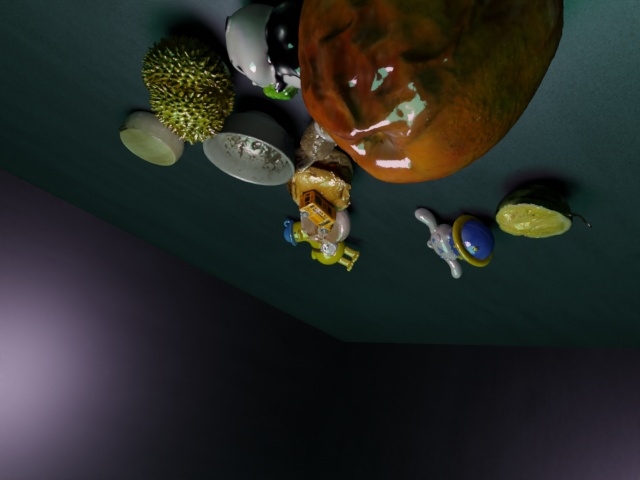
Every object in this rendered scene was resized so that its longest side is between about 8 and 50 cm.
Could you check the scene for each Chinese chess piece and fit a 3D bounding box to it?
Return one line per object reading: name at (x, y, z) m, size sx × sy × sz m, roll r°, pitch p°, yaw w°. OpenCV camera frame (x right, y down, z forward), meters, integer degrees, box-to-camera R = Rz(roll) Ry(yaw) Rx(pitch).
Chinese chess piece at (-0.616, -0.375, 1.690) m, size 0.237 × 0.093 × 0.238 m, roll 15°, pitch 157°, yaw 7°

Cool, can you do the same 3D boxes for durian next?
durian at (-0.344, -0.407, 1.234) m, size 0.224 × 0.291 × 0.291 m, roll -27°, pitch 148°, yaw 1°

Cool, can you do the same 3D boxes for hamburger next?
hamburger at (-0.001, -0.210, 1.541) m, size 0.244 × 0.163 × 0.244 m, roll 9°, pitch 150°, yaw 5°

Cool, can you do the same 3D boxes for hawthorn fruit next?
hawthorn fruit at (0.174, -0.334, 0.812) m, size 0.470 × 0.473 × 0.472 m, roll 15°, pitch 156°, yaw 7°

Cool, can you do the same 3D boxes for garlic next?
garlic at (0.041, -0.078, 1.839) m, size 0.142 × 0.178 × 0.229 m, roll -2°, pitch -164°, yaw -45°

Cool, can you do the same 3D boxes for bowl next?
bowl at (-0.203, -0.304, 1.429) m, size 0.288 × 0.146 × 0.289 m, roll 12°, pitch 160°, yaw 4°

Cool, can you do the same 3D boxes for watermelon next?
watermelon at (0.641, -0.095, 1.371) m, size 0.204 × 0.128 × 0.232 m, roll 28°, pitch 156°, yaw -22°

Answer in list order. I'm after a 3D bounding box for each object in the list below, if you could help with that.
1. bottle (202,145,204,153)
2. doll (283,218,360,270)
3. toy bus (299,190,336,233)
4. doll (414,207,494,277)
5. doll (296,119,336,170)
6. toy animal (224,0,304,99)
bottle at (-0.299, -0.318, 1.620) m, size 0.244 × 0.082 × 0.072 m, roll 7°, pitch 110°, yaw 21°
doll at (0.000, 0.000, 2.053) m, size 0.362 × 0.145 × 0.200 m, roll 29°, pitch 116°, yaw -3°
toy bus at (-0.001, -0.092, 1.512) m, size 0.074 × 0.070 × 0.162 m, roll -22°, pitch 139°, yaw 29°
doll at (0.487, -0.026, 1.651) m, size 0.311 × 0.159 × 0.242 m, roll 46°, pitch 165°, yaw -6°
doll at (0.002, -0.298, 1.368) m, size 0.105 × 0.115 × 0.221 m, roll -15°, pitch 150°, yaw -41°
toy animal at (-0.084, -0.431, 1.047) m, size 0.266 × 0.213 × 0.213 m, roll 3°, pitch 152°, yaw 27°
